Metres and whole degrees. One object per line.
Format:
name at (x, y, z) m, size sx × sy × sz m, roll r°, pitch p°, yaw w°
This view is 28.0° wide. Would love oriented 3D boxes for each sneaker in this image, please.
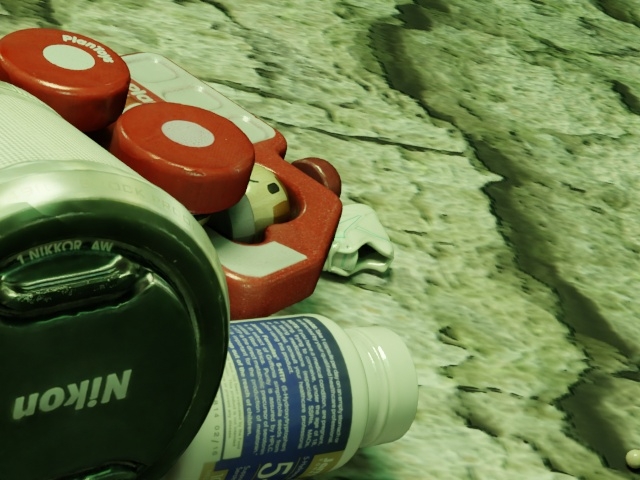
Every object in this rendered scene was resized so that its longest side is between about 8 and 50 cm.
sneaker at (0.000, 0.000, 1.100) m, size 0.152 × 0.053 × 0.061 m, roll -2°, pitch 41°, yaw -34°

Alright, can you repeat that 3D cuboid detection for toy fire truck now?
toy fire truck at (-0.111, -0.054, 0.996) m, size 0.302 × 0.169 × 0.254 m, roll 33°, pitch 34°, yaw 25°

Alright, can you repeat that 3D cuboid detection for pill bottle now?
pill bottle at (-0.032, 0.106, 0.859) m, size 0.187 × 0.112 × 0.112 m, roll -3°, pitch 38°, yaw -33°

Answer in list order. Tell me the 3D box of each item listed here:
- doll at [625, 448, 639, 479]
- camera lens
doll at (0.289, 0.192, 0.974) m, size 0.129 × 0.046 × 0.189 m, roll 25°, pitch 24°, yaw 26°
camera lens at (-0.199, 0.028, 0.743) m, size 0.219 × 0.219 × 0.274 m, roll -5°, pitch 24°, yaw -35°
